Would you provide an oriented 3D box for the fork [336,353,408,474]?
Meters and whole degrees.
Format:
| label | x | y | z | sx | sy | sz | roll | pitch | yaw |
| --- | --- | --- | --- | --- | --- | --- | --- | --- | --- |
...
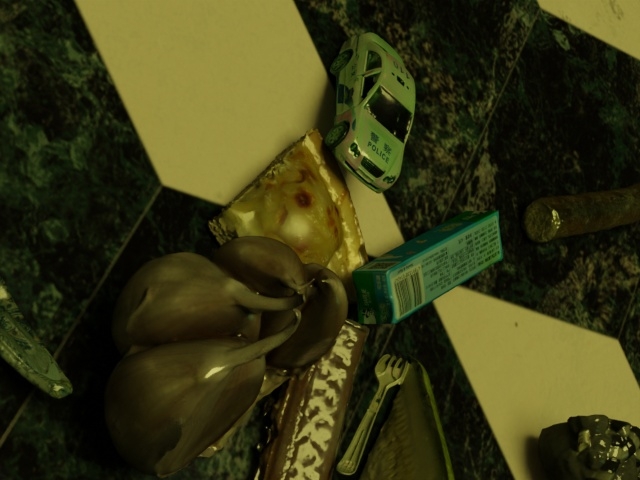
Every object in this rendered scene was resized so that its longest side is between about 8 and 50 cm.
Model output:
| label | x | y | z | sx | sy | sz | roll | pitch | yaw |
| --- | --- | --- | --- | --- | --- | --- | --- | --- | --- |
| fork | 0.055 | 0.182 | 1.599 | 0.034 | 0.028 | 0.219 | 23 | 36 | 7 |

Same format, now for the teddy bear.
| label | x | y | z | sx | sy | sz | roll | pitch | yaw |
| --- | --- | --- | --- | --- | --- | --- | --- | --- | --- |
| teddy bear | 0.355 | 0.335 | 1.786 | 0.171 | 0.144 | 0.251 | 7 | 74 | -56 |

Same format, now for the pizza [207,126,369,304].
| label | x | y | z | sx | sy | sz | roll | pitch | yaw |
| --- | --- | --- | --- | --- | --- | --- | --- | --- | --- |
| pizza | -0.007 | -0.001 | 1.611 | 0.188 | 0.081 | 0.204 | -39 | 104 | -43 |

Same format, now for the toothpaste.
| label | x | y | z | sx | sy | sz | roll | pitch | yaw |
| --- | --- | --- | --- | --- | --- | --- | --- | --- | --- |
| toothpaste | 0.129 | 0.029 | 1.707 | 0.267 | 0.050 | 0.065 | -26 | 110 | -52 |

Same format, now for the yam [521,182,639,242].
| label | x | y | z | sx | sy | sz | roll | pitch | yaw |
| --- | --- | --- | --- | --- | --- | --- | --- | --- | --- |
| yam | 0.372 | -0.041 | 1.984 | 0.274 | 0.061 | 0.061 | -10 | 83 | -44 |

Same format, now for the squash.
| label | x | y | z | sx | sy | sz | roll | pitch | yaw |
| --- | --- | --- | --- | --- | --- | --- | --- | --- | --- |
| squash | 0.081 | 0.262 | 1.644 | 0.093 | 0.169 | 0.252 | 46 | 17 | -25 |

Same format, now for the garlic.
| label | x | y | z | sx | sy | sz | roll | pitch | yaw |
| --- | --- | --- | --- | --- | --- | --- | --- | --- | --- |
| garlic | -0.089 | 0.110 | 1.399 | 0.237 | 0.292 | 0.210 | -6 | 69 | -3 |

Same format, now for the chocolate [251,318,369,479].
| label | x | y | z | sx | sy | sz | roll | pitch | yaw |
| --- | --- | --- | --- | --- | --- | --- | --- | --- | --- |
| chocolate | -0.015 | 0.219 | 1.540 | 0.102 | 0.065 | 0.329 | 33 | 58 | -31 |

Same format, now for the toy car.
| label | x | y | z | sx | sy | sz | roll | pitch | yaw |
| --- | --- | --- | --- | --- | --- | --- | --- | --- | --- |
| toy car | 0.064 | -0.153 | 1.701 | 0.090 | 0.076 | 0.224 | 40 | 34 | -29 |

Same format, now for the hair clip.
| label | x | y | z | sx | sy | sz | roll | pitch | yaw |
| --- | --- | --- | --- | --- | --- | --- | --- | --- | --- |
| hair clip | -0.305 | 0.054 | 1.352 | 0.229 | 0.036 | 0.066 | 55 | 43 | -6 |
